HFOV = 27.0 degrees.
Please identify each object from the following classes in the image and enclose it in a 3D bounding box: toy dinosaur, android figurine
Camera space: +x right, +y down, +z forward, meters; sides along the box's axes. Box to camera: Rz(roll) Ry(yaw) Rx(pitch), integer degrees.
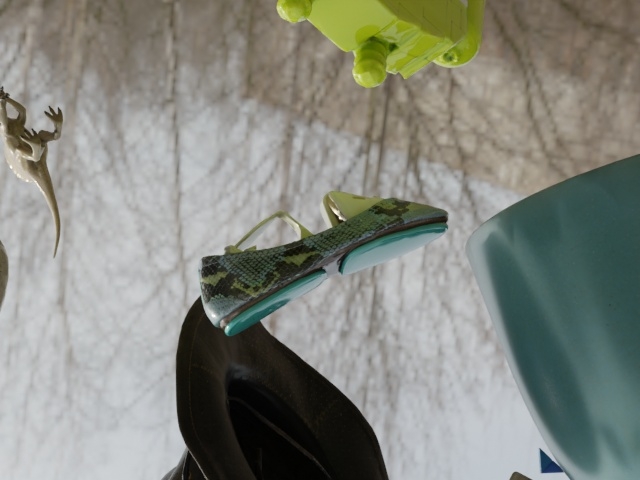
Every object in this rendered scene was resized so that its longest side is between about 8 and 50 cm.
[{"bbox_3d":[-0.272,-0.081,1.253,0.053,0.092,0.183,-27,-108,-39],"label":"toy dinosaur"},{"bbox_3d":[0.023,-0.209,0.851,0.056,0.273,0.248,-31,126,34],"label":"android figurine"}]

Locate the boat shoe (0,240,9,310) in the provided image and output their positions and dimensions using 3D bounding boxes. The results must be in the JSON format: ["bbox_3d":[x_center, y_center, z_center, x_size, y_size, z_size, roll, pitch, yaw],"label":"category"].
[{"bbox_3d":[-0.193,0.056,0.335,0.187,0.156,0.500,48,-178,-13],"label":"boat shoe"}]

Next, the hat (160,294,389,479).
[{"bbox_3d":[-0.055,0.212,1.086,0.331,0.134,0.331,47,-161,-21],"label":"hat"}]

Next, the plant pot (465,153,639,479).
[{"bbox_3d":[0.276,0.079,0.987,0.293,0.235,0.293,-12,165,-3],"label":"plant pot"}]

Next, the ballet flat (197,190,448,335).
[{"bbox_3d":[0.000,0.000,0.929,0.188,0.070,0.070,-23,-157,-21],"label":"ballet flat"}]

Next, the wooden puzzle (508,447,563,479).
[{"bbox_3d":[0.183,0.246,1.153,0.078,0.116,0.014,35,169,3],"label":"wooden puzzle"}]
